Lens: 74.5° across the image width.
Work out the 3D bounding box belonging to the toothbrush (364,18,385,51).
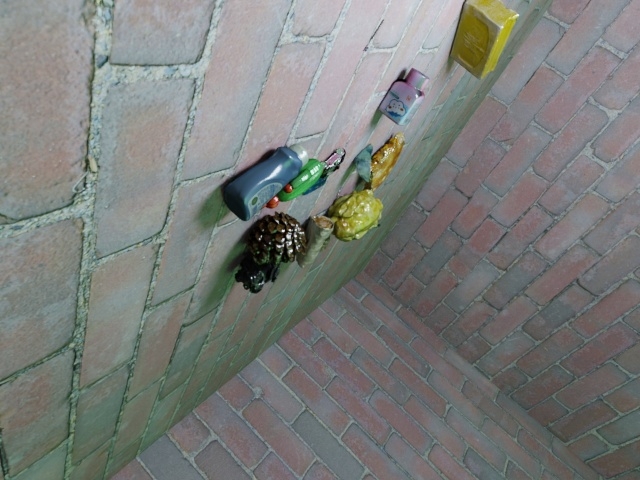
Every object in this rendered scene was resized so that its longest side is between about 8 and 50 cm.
[{"bbox_3d":[0.154,-0.582,1.198,0.097,0.008,0.006,-55,178,21],"label":"toothbrush"}]

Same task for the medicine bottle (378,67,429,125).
[{"bbox_3d":[0.319,-0.538,1.571,0.094,0.119,0.188,-22,150,-54],"label":"medicine bottle"}]

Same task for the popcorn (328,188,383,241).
[{"bbox_3d":[0.164,-0.117,2.016,0.286,0.215,0.252,-31,165,-10],"label":"popcorn"}]

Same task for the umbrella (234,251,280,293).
[{"bbox_3d":[-0.198,0.056,1.615,0.336,0.155,0.128,-61,145,-41],"label":"umbrella"}]

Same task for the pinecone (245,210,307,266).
[{"bbox_3d":[-0.151,0.003,1.461,0.205,0.184,0.179,-41,148,1],"label":"pinecone"}]

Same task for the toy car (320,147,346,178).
[{"bbox_3d":[0.048,-0.284,1.561,0.142,0.055,0.069,-43,168,-15],"label":"toy car"}]

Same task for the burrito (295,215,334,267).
[{"bbox_3d":[-0.028,-0.005,1.893,0.143,0.105,0.299,-87,-161,-44],"label":"burrito"}]

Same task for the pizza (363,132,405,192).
[{"bbox_3d":[0.280,-0.361,1.991,0.226,0.086,0.335,-20,147,-53],"label":"pizza"}]

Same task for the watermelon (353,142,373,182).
[{"bbox_3d":[0.187,-0.325,1.799,0.094,0.081,0.180,66,28,-54],"label":"watermelon"}]

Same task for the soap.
[{"bbox_3d":[0.632,-0.804,1.665,0.091,0.199,0.315,-43,166,-5],"label":"soap"}]

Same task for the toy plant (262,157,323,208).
[{"bbox_3d":[-0.087,-0.180,1.335,0.155,0.088,0.240,-23,-164,45],"label":"toy plant"}]

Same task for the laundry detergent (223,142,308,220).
[{"bbox_3d":[-0.143,-0.186,1.200,0.290,0.094,0.143,-46,164,-24],"label":"laundry detergent"}]

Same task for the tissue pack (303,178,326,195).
[{"bbox_3d":[-0.008,-0.223,1.615,0.138,0.028,0.085,-33,159,-38],"label":"tissue pack"}]

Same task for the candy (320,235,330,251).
[{"bbox_3d":[0.000,0.000,2.073,0.085,0.095,0.110,-34,155,-35],"label":"candy"}]
